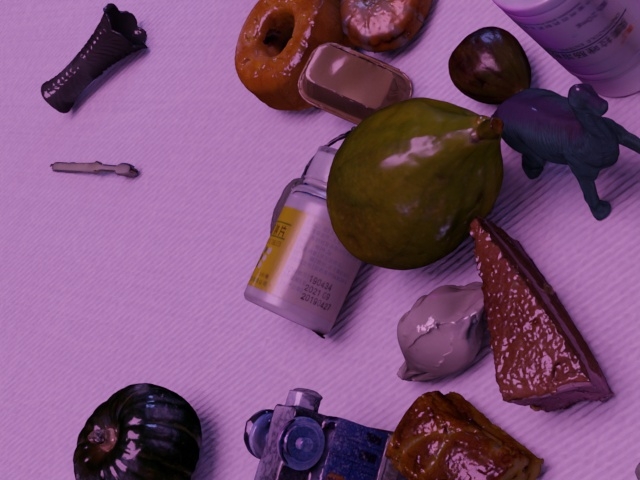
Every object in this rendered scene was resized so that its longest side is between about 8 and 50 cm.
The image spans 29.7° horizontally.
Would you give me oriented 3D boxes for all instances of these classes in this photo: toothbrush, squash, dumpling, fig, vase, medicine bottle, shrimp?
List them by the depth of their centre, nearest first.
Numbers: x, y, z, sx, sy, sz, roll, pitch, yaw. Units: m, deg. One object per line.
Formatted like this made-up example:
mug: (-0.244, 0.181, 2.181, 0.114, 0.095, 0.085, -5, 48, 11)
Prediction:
medicine bottle: (0.340, -0.302, 1.554, 0.152, 0.254, 0.152, -20, 56, 34)
fig: (0.159, -0.077, 1.621, 0.314, 0.233, 0.233, -4, 67, 41)
dumpling: (0.162, 0.112, 1.624, 0.188, 0.108, 0.127, -50, 19, 35)
fig: (0.253, -0.234, 1.715, 0.154, 0.103, 0.109, 57, 147, 31)
medicine bottle: (0.000, 0.000, 1.792, 0.143, 0.143, 0.258, 21, 83, 46)
squash: (-0.281, 0.325, 1.859, 0.218, 0.172, 0.218, -49, 15, 18)
shrimp: (0.123, -0.431, 1.937, 0.152, 0.063, 0.287, 17, 77, 26)
toothbrush: (-0.447, -0.141, 2.348, 0.294, 0.028, 0.026, 7, 73, 44)
vase: (-0.463, -0.358, 2.426, 0.237, 0.115, 0.115, -38, 48, 25)

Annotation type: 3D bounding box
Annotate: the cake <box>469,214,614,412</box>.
cake: (0.256, 0.096, 1.527, 0.113, 0.116, 0.295, -36, 49, 22)

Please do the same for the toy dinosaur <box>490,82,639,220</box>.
toy dinosaur: (0.267, -0.162, 1.495, 0.383, 0.331, 0.129, 32, 90, 44)

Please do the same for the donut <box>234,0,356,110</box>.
donut: (-0.041, -0.324, 2.013, 0.227, 0.114, 0.226, -21, 57, 36)

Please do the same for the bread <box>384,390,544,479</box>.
bread: (0.174, 0.278, 1.520, 0.172, 0.103, 0.132, 38, 99, 43)

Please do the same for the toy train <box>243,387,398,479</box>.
toy train: (-0.017, 0.354, 1.589, 0.131, 0.202, 0.299, -3, 67, 59)

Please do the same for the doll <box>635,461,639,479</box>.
doll: (0.413, 0.315, 1.310, 0.103, 0.071, 0.214, -33, 43, 16)

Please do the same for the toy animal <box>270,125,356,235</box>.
toy animal: (-0.016, -0.076, 1.890, 0.070, 0.079, 0.253, 22, 83, 54)

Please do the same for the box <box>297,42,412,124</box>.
box: (0.051, -0.242, 1.878, 0.177, 0.111, 0.111, 25, 87, 13)
